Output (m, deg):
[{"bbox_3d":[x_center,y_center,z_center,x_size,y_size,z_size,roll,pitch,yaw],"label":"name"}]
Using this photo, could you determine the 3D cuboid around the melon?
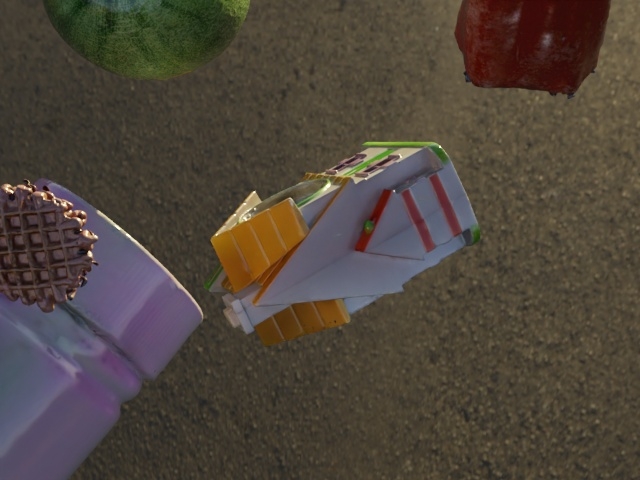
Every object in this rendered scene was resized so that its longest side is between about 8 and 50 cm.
[{"bbox_3d":[-0.157,-0.244,0.864,0.182,0.182,0.288,12,16,8],"label":"melon"}]

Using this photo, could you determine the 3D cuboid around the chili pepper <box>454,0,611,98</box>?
[{"bbox_3d":[0.203,-0.241,0.856,0.144,0.253,0.136,37,73,19],"label":"chili pepper"}]

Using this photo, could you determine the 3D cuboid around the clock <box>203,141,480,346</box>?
[{"bbox_3d":[0.000,0.000,1.131,0.309,0.166,0.235,-30,15,-15],"label":"clock"}]

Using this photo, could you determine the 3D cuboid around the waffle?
[{"bbox_3d":[-0.177,0.004,0.568,0.083,0.075,0.029,31,19,5],"label":"waffle"}]

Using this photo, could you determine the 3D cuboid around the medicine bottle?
[{"bbox_3d":[-0.286,0.128,0.819,0.212,0.212,0.325,32,73,24],"label":"medicine bottle"}]
